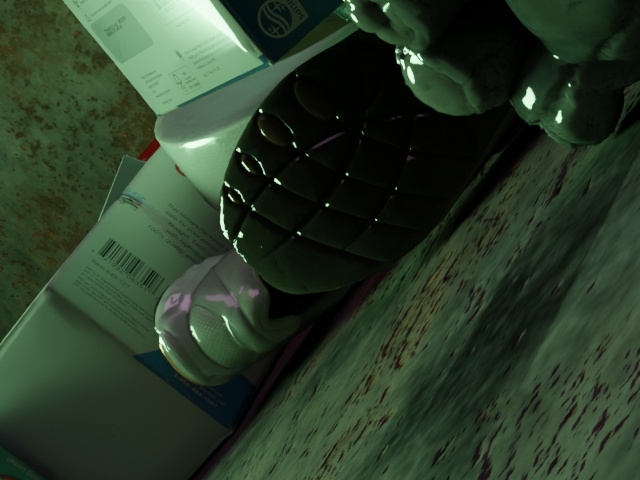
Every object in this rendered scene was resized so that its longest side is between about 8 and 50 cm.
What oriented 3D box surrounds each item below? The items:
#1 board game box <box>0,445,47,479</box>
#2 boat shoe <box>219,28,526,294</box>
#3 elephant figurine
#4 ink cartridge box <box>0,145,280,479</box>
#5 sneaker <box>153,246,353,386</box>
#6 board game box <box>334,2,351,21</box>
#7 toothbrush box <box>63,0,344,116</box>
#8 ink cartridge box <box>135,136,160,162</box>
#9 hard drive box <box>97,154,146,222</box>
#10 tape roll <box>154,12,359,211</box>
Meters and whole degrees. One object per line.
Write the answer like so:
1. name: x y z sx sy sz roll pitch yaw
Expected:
1. board game box: -0.250 0.235 1.370 0.047 0.160 0.210 -56 5 -35
2. boat shoe: 0.074 -0.092 0.996 0.324 0.122 0.120 -44 -8 30
3. elephant figurine: 0.119 -0.174 0.750 0.239 0.186 0.169 -56 -26 -31
4. ink cartridge box: -0.134 0.075 1.366 0.168 0.171 0.233 -49 5 35
5. sneaker: 0.000 0.000 1.233 0.121 0.099 0.262 -19 26 45
6. board game box: 0.085 -0.208 1.140 0.186 0.026 0.126 -38 17 0
7. toothbrush box: 0.000 -0.223 1.062 0.295 0.126 0.216 -41 11 -19
8. ink cartridge box: -0.059 -0.122 1.849 0.275 0.238 0.060 -60 -25 -62
9. hard drive box: -0.121 0.005 1.653 0.232 0.181 0.089 159 132 -80
10. tape roll: 0.053 -0.168 1.270 0.392 0.072 0.392 -34 17 12
